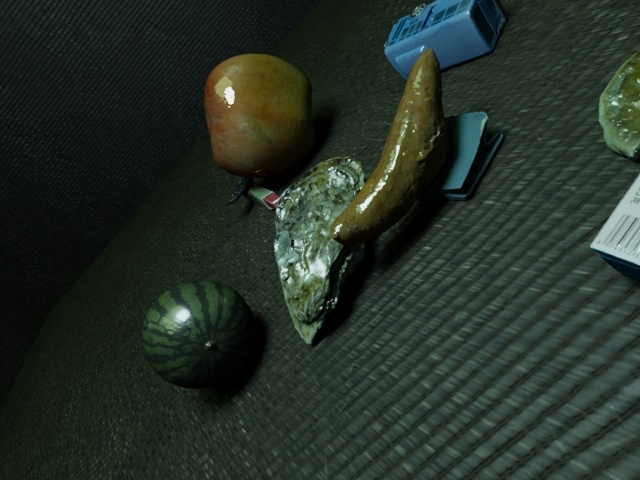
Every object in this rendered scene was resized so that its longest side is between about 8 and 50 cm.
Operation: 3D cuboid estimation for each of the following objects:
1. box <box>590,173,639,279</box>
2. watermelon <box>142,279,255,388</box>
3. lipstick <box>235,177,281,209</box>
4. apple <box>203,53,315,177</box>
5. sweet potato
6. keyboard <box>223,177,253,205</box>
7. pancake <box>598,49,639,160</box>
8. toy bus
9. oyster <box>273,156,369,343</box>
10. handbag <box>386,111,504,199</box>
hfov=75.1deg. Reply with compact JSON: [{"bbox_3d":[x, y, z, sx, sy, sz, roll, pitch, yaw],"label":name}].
[{"bbox_3d":[0.353,-0.040,0.341,0.194,0.073,0.139,-59,31,7],"label":"box"},{"bbox_3d":[-0.228,0.177,0.794,0.212,0.212,0.212,-34,34,27],"label":"watermelon"},{"bbox_3d":[-0.176,-0.133,1.206,0.051,0.051,0.312,-48,30,-6],"label":"lipstick"},{"bbox_3d":[-0.160,-0.337,1.158,0.338,0.306,0.337,173,90,-74],"label":"apple"},{"bbox_3d":[0.135,-0.131,0.649,0.341,0.114,0.092,-63,8,-4],"label":"sweet potato"},{"bbox_3d":[-0.225,-0.179,1.261,0.064,0.010,0.197,-10,41,44],"label":"keyboard"},{"bbox_3d":[0.438,-0.182,0.448,0.254,0.037,0.253,-35,36,30],"label":"pancake"},{"bbox_3d":[0.255,-0.440,0.895,0.234,0.116,0.133,1,61,52],"label":"toy bus"},{"bbox_3d":[0.002,0.004,0.740,0.162,0.158,0.350,-13,59,44],"label":"oyster"},{"bbox_3d":[0.190,-0.139,0.726,0.221,0.057,0.144,12,74,56],"label":"handbag"}]
